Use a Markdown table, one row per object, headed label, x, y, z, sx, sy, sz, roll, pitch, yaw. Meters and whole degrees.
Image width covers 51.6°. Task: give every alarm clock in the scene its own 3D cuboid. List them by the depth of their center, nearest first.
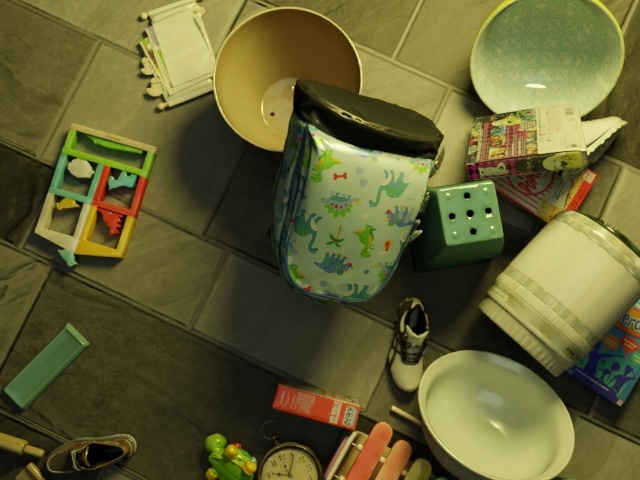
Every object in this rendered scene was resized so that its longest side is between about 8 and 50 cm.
| label | x | y | z | sx | sy | sz | roll | pitch | yaw |
| --- | --- | --- | --- | --- | --- | --- | --- | --- | --- |
| alarm clock | -0.068 | 0.451 | 1.327 | 0.129 | 0.064 | 0.192 | -23 | 87 | -2 |

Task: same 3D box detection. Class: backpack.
| label | x | y | z | sx | sy | sz | roll | pitch | yaw |
| --- | --- | --- | --- | --- | --- | --- | --- | --- | --- |
| backpack | 0.041 | -0.060 | 1.179 | 0.290 | 0.273 | 0.355 | 15 | 121 | -21 |

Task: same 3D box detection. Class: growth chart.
| label | x | y | z | sx | sy | sz | roll | pitch | yaw |
| --- | --- | --- | --- | --- | --- | --- | --- | --- | --- |
| growth chart | -0.311 | -0.411 | 1.440 | 0.172 | 0.021 | 0.237 | -14 | 84 | -1 |

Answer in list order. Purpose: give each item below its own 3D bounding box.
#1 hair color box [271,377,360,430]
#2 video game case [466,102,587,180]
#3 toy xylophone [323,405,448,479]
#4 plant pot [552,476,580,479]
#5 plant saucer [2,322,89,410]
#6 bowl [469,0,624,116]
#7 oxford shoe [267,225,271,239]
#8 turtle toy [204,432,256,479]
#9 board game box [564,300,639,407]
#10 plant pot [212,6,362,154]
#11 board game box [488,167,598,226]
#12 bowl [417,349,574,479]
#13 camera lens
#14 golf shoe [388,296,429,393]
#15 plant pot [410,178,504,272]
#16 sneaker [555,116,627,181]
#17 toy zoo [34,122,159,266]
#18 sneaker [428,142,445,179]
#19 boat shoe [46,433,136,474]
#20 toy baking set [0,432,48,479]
| label | x | y | z | sx | sy | sz | roll | pitch | yaw |
| --- | --- | --- | --- | --- | --- | --- | --- | --- | --- |
| hair color box | -0.008 | 0.327 | 1.326 | 0.167 | 0.093 | 0.053 | 14 | 85 | 2 |
| video game case | 0.396 | -0.194 | 1.279 | 0.210 | 0.232 | 0.041 | -5 | 120 | 19 |
| toy xylophone | 0.174 | 0.473 | 1.316 | 0.323 | 0.081 | 0.236 | 22 | 84 | 2 |
| plant pot | 0.400 | 0.568 | 1.226 | 0.196 | 0.293 | 0.293 | 11 | 84 | 28 |
| plant saucer | -0.571 | 0.262 | 1.372 | 0.067 | 0.018 | 0.192 | 44 | 85 | 4 |
| bowl | 0.455 | -0.394 | 1.353 | 0.290 | 0.289 | 0.156 | 16 | 41 | 2 |
| oxford shoe | 0.000 | 0.000 | 1.376 | 0.212 | 0.076 | 0.076 | 29 | 45 | -7 |
| turtle toy | -0.182 | 0.442 | 1.326 | 0.130 | 0.066 | 0.095 | 41 | 109 | 6 |
| board game box | 0.593 | 0.208 | 1.359 | 0.160 | 0.047 | 0.210 | 33 | 84 | 4 |
| plant pot | -0.063 | -0.297 | 1.342 | 0.284 | 0.191 | 0.284 | 0 | 85 | 0 |
| board game box | 0.458 | -0.126 | 1.395 | 0.194 | 0.045 | 0.146 | 33 | 85 | 4 |
| bowl | 0.315 | 0.365 | 1.270 | 0.298 | 0.297 | 0.134 | 14 | 128 | 2 |
| camera lens | 0.470 | 0.095 | 1.274 | 0.219 | 0.219 | 0.274 | 42 | 95 | 4 |
| golf shoe | 0.179 | 0.213 | 1.338 | 0.077 | 0.094 | 0.198 | 2 | 86 | -1 |
| plant pot | 0.269 | -0.035 | 1.292 | 0.166 | 0.234 | 0.165 | -8 | 84 | -1 |
| sneaker | 0.538 | -0.210 | 1.359 | 0.235 | 0.090 | 0.095 | -30 | 59 | -32 |
| toy zoo | -0.479 | -0.084 | 1.401 | 0.192 | 0.030 | 0.293 | 16 | 85 | 2 |
| sneaker | 0.113 | -0.133 | 1.350 | 0.297 | 0.129 | 0.111 | -29 | 103 | 0 |
| boat shoe | -0.468 | 0.429 | 1.329 | 0.183 | 0.066 | 0.066 | -16 | 84 | -2 |
| toy baking set | -0.684 | 0.481 | 1.343 | 0.256 | 0.030 | 0.196 | 22 | 85 | 2 |
